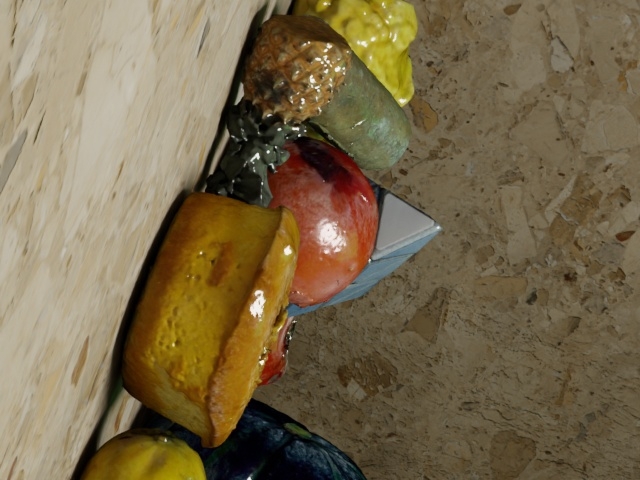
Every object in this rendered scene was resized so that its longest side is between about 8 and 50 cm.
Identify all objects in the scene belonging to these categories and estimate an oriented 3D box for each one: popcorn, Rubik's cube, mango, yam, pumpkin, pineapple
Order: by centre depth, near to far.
[{"bbox_3d":[-0.201,0.295,1.529,0.167,0.130,0.262,-62,180,-30],"label":"mango"},{"bbox_3d":[-0.056,-0.123,1.563,0.119,0.111,0.237,-18,137,-61],"label":"pineapple"},{"bbox_3d":[0.021,-0.172,1.731,0.259,0.106,0.106,42,66,-58],"label":"yam"},{"bbox_3d":[-0.095,0.353,1.870,0.266,0.363,0.363,-56,180,4],"label":"pumpkin"},{"bbox_3d":[0.021,-0.240,1.886,0.200,0.226,0.203,-37,-152,-25],"label":"popcorn"},{"bbox_3d":[-0.001,0.000,1.909,0.233,0.228,0.228,-104,-149,-63],"label":"Rubik's cube"}]

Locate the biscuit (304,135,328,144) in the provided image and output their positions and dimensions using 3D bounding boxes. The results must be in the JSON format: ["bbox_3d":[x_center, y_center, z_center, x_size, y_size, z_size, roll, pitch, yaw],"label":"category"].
[{"bbox_3d":[-0.020,-0.200,2.377,0.296,0.075,0.296,19,90,-84],"label":"biscuit"}]

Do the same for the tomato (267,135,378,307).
[{"bbox_3d":[-0.030,-0.030,1.729,0.208,0.208,0.184,-63,178,-79],"label":"tomato"}]

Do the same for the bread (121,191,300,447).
[{"bbox_3d":[-0.109,0.069,1.483,0.268,0.145,0.268,-159,-90,-87],"label":"bread"}]

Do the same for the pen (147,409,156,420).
[{"bbox_3d":[-0.226,0.264,2.020,0.053,0.032,0.197,-69,177,-46],"label":"pen"}]

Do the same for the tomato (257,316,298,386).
[{"bbox_3d":[-0.106,0.113,2.017,0.187,0.151,0.187,12,90,-82],"label":"tomato"}]
